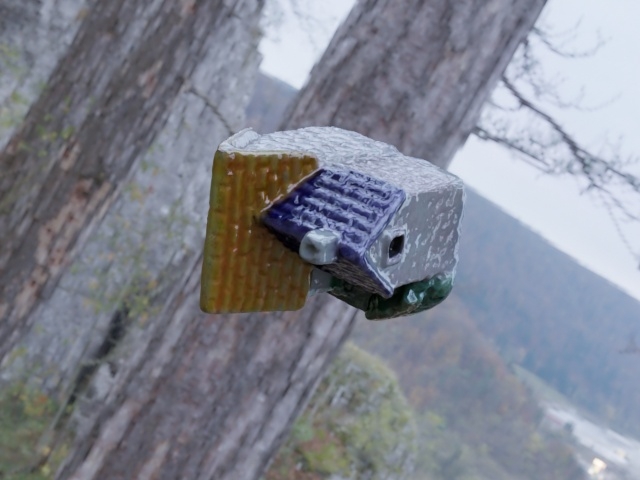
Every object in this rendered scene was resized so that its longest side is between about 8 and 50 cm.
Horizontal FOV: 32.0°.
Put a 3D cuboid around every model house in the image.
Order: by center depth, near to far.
[{"bbox_3d":[0.000,0.000,0.525,0.101,0.087,0.100,23,23,34],"label":"model house"}]
